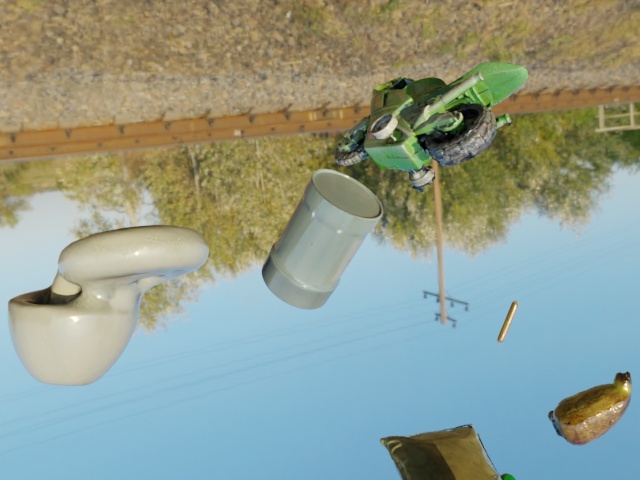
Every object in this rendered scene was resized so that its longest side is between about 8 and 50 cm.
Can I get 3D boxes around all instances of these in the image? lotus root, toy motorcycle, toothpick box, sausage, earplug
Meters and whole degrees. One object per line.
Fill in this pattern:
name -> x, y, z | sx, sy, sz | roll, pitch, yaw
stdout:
lotus root -> 0.560, 0.342, 1.128 | 0.190, 0.095, 0.108 | -42, 152, 24
toy motorcycle -> 0.088, -0.107, 0.505 | 0.106, 0.074, 0.190 | -54, -150, -17
toothpick box -> 0.000, 0.000, 0.706 | 0.101, 0.153, 0.101 | 23, -150, -15
sausage -> 0.391, 0.170, 1.161 | 0.015, 0.100, 0.015 | 20, -174, -2
earplug -> -0.315, 0.081, 0.836 | 0.325, 0.175, 0.214 | -40, 170, 5

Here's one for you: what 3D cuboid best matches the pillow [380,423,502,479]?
pillow -> 0.226, 0.415, 0.863 | 0.184, 0.075, 0.302 | -1, -149, -16

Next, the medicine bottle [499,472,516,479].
medicine bottle -> 0.353, 0.595, 1.283 | 0.094, 0.064, 0.260 | 8, 140, -27
